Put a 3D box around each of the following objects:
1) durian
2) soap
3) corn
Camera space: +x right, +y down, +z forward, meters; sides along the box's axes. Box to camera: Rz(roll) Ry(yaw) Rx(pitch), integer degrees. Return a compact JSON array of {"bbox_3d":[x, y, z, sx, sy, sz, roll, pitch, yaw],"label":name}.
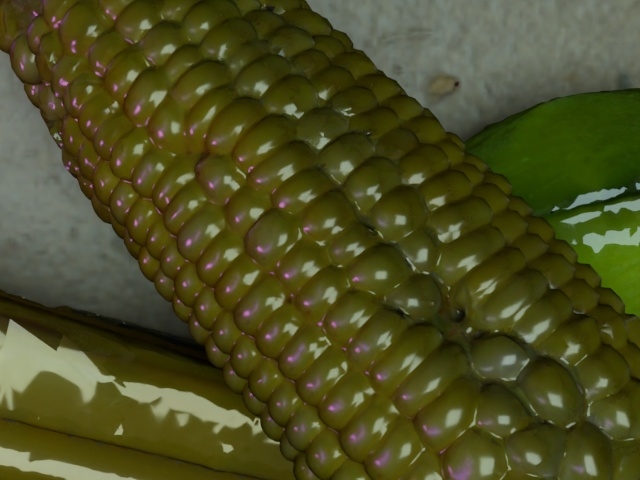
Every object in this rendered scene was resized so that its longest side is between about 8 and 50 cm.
[{"bbox_3d":[0.134,-0.001,0.549,0.250,0.101,0.139,-13,136,-9],"label":"durian"},{"bbox_3d":[-0.042,0.148,0.534,0.324,0.096,0.204,18,96,-15],"label":"soap"},{"bbox_3d":[0.000,0.000,0.449,0.130,0.130,0.347,-43,74,-2],"label":"corn"}]
